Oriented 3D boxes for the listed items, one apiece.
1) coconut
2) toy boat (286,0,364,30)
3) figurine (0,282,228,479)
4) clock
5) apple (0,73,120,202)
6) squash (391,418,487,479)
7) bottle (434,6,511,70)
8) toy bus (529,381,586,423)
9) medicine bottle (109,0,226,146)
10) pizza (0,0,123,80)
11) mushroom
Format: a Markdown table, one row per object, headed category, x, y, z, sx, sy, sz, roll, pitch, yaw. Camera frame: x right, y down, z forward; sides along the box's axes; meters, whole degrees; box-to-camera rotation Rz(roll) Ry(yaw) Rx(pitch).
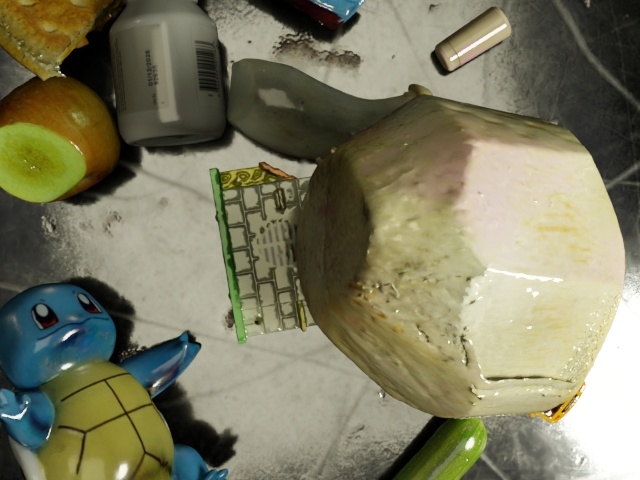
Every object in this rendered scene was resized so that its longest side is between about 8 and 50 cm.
| category | x | y | z | sx | sy | sz | roll | pitch | yaw |
| --- | --- | --- | --- | --- | --- | --- | --- | --- | --- |
| coconut | 0.156 | 0.025 | 0.884 | 0.353 | 0.352 | 0.352 | 0 | 91 | -1 |
| toy boat | -0.043 | -0.356 | 1.059 | 0.223 | 0.100 | 0.097 | 30 | 104 | -3 |
| figurine | -0.261 | 0.250 | 1.024 | 0.298 | 0.243 | 0.416 | -16 | 96 | -44 |
| clock | 0.000 | 0.000 | 1.070 | 0.255 | 0.106 | 0.219 | -9 | 93 | -6 |
| apple | -0.329 | -0.122 | 1.025 | 0.146 | 0.163 | 0.147 | -32 | 103 | 31 |
| squash | 0.132 | 0.318 | 1.094 | 0.066 | 0.066 | 0.229 | 45 | 91 | -2 |
| bottle | 0.199 | -0.264 | 1.092 | 0.096 | 0.045 | 0.045 | -32 | 92 | 2 |
| toy bus | 0.262 | 0.165 | 1.028 | 0.088 | 0.194 | 0.083 | 40 | 91 | -5 |
| medicine bottle | -0.193 | -0.231 | 1.039 | 0.135 | 0.135 | 0.215 | -6 | 91 | -1 |
| pizza | -0.339 | -0.307 | 1.044 | 0.197 | 0.058 | 0.292 | -9 | 61 | -35 |
| mushroom | 0.015 | -0.159 | 1.070 | 0.270 | 0.103 | 0.118 | 8 | 97 | -11 |
